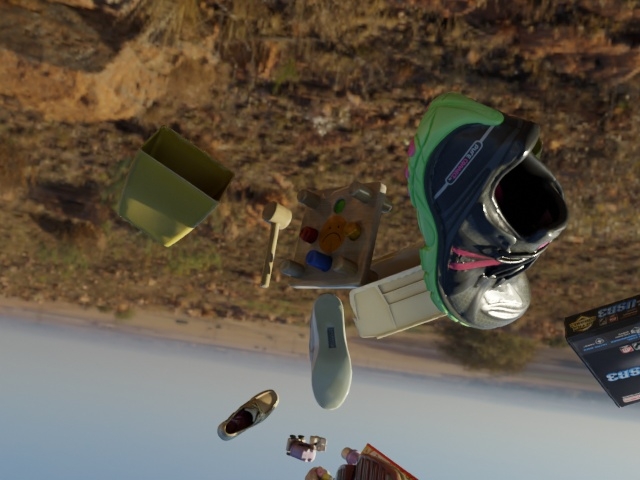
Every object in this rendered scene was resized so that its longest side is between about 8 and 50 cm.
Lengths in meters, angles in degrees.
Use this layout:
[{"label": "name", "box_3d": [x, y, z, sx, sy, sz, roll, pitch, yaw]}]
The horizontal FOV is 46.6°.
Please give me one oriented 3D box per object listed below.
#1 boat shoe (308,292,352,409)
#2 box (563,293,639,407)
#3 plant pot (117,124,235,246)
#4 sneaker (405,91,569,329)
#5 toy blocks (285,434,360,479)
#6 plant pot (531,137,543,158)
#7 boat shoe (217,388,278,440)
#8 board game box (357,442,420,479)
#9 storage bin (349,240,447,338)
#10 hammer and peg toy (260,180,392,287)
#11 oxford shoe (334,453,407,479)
[{"label": "boat shoe", "box_3d": [0.017, 0.220, 1.480, 0.079, 0.227, 0.081, -1, 170, -6]}, {"label": "box", "box_3d": [0.750, 0.240, 1.673, 0.296, 0.073, 0.293, -24, 123, 30]}, {"label": "plant pot", "box_3d": [-0.354, -0.115, 1.754, 0.212, 0.187, 0.212, 34, -158, -10]}, {"label": "sneaker", "box_3d": [0.265, -0.004, 1.112, 0.202, 0.185, 0.482, 15, 151, 31]}, {"label": "toy blocks", "box_3d": [0.048, 0.786, 2.272, 0.289, 0.308, 0.260, 9, -179, -30]}, {"label": "plant pot", "box_3d": [0.431, -0.130, 1.969, 0.275, 0.293, 0.274, -2, -147, 2]}, {"label": "boat shoe", "box_3d": [-0.130, 0.326, 1.387, 0.050, 0.135, 0.045, 51, 155, 4]}, {"label": "board game box", "box_3d": [0.194, 0.560, 1.733, 0.193, 0.045, 0.147, 29, 167, 33]}, {"label": "storage bin", "box_3d": [0.207, 0.095, 1.671, 0.260, 0.123, 0.262, -21, -173, 14]}, {"label": "hammer and peg toy", "box_3d": [0.000, 0.000, 1.804, 0.127, 0.265, 0.361, 25, 160, -39]}, {"label": "oxford shoe", "box_3d": [0.130, 0.512, 1.538, 0.130, 0.123, 0.348, 12, 163, -12]}]
